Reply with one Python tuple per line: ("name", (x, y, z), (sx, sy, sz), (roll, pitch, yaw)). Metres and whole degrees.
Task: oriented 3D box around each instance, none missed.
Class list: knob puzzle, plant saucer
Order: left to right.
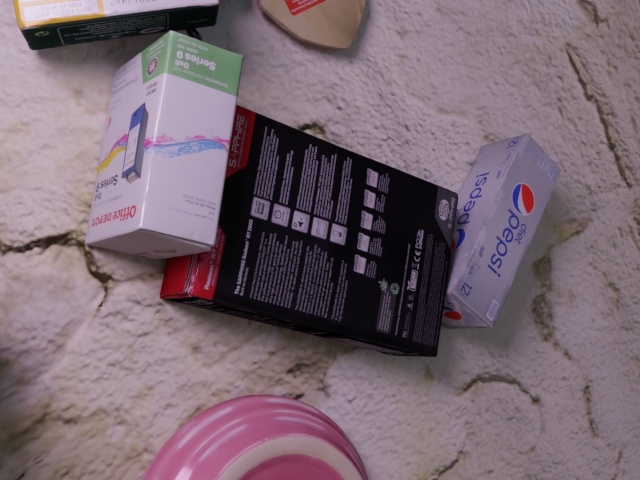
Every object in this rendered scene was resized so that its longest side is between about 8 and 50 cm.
("plant saucer", (-0.058, 0.347, 0.972), (0.332, 0.084, 0.331), (5, 82, -35))
("knob puzzle", (-0.015, -0.340, 1.116), (0.213, 0.030, 0.213), (5, 81, -35))

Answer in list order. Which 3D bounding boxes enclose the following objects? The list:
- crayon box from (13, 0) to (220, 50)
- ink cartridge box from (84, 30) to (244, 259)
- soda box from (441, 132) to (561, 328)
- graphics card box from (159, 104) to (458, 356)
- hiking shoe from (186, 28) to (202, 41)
("crayon box", (-0.236, -0.379, 0.888), (0.203, 0.083, 0.322), (-10, 89, -11))
("ink cartridge box", (-0.169, -0.094, 0.903), (0.093, 0.154, 0.212), (13, 78, -33))
("soda box", (0.240, -0.014, 1.214), (0.091, 0.098, 0.286), (40, 63, -23))
("graphics card box", (0.000, 0.000, 1.048), (0.371, 0.094, 0.232), (17, 75, -31))
("hiking shoe", (-0.136, -0.349, 1.010), (0.114, 0.086, 0.226), (35, 75, -33))
